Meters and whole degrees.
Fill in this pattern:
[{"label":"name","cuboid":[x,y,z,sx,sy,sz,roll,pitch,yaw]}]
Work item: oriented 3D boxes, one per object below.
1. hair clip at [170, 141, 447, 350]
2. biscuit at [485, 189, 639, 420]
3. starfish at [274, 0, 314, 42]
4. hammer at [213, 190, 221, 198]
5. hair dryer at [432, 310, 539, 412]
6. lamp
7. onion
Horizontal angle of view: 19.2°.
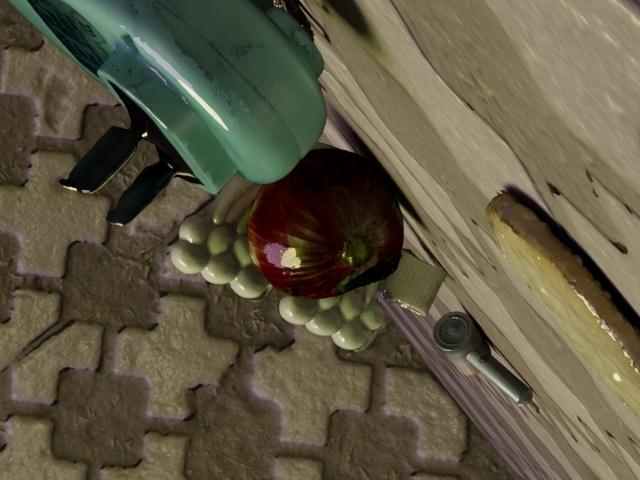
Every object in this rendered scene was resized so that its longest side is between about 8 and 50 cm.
[{"label":"hair clip","cuboid":[0.000,0.000,1.477,0.220,0.140,0.054,28,178,-26]},{"label":"biscuit","cuboid":[0.123,0.039,0.864,0.152,0.020,0.152,51,178,2]},{"label":"starfish","cuboid":[-0.035,-0.144,1.094,0.091,0.028,0.078,56,171,-30]},{"label":"hammer","cuboid":[-0.079,-0.132,1.883,0.029,0.103,0.246,50,165,33]},{"label":"hair dryer","cuboid":[0.146,0.111,1.594,0.114,0.037,0.063,42,175,33]},{"label":"lamp","cuboid":[-0.101,-0.135,0.973,0.284,0.147,0.209,60,-175,33]},{"label":"onion","cuboid":[0.002,-0.016,1.386,0.118,0.117,0.119,38,148,30]}]
